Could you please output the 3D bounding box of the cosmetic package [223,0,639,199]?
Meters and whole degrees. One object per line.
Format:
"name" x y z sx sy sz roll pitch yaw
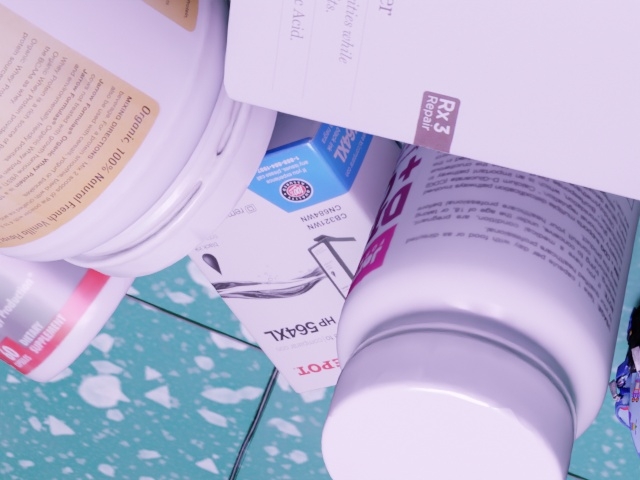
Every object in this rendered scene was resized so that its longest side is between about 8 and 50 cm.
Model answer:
"cosmetic package" 0.155 -0.153 0.820 0.385 0.156 0.217 14 133 9

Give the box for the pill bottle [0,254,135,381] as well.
"pill bottle" -0.266 -0.040 1.082 0.283 0.161 0.161 35 134 -13

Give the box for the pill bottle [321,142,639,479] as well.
"pill bottle" 0.101 0.031 0.922 0.160 0.283 0.160 10 134 11

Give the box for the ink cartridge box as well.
"ink cartridge box" 0.000 0.000 1.072 0.148 0.086 0.203 -17 123 32

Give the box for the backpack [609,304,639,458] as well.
"backpack" 0.272 0.117 1.018 0.158 0.173 0.117 31 135 -10

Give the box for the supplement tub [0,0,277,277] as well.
"supplement tub" -0.196 -0.124 0.880 0.228 0.228 0.316 -21 144 35
